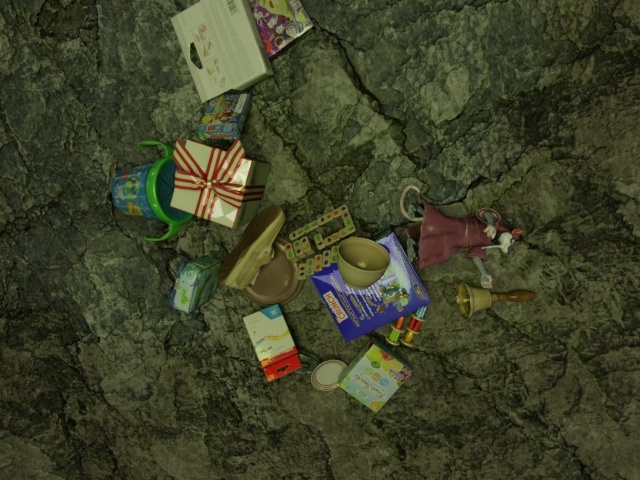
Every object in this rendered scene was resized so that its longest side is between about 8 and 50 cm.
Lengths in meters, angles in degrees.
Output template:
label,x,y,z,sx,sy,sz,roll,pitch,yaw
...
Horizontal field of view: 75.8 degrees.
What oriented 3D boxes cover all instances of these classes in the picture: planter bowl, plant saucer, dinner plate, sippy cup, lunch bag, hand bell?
label,x,y,z,sx,sy,sz,roll,pitch,yaw
planter bowl,0.121,0.081,1.258,0.162,0.162,0.109,18,125,6
plant saucer,-0.189,0.113,1.485,0.278,0.041,0.277,2,100,10
dinner plate,0.033,0.487,1.493,0.141,0.017,0.141,-6,114,-13
sippy cup,-0.583,-0.170,1.426,0.224,0.240,0.305,0,60,20
lunch bag,-0.432,0.152,1.439,0.090,0.219,0.176,19,102,7
hand bell,0.585,0.186,1.346,0.242,0.126,0.126,-4,98,-1

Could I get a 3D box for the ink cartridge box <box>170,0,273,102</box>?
label,x,y,z,sx,sy,sz,roll,pitch,yaw
ink cartridge box,-0.324,-0.641,1.352,0.261,0.066,0.296,-16,98,23

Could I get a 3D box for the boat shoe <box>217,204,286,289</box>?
label,x,y,z,sx,sy,sz,roll,pitch,yaw
boat shoe,-0.217,0.027,1.410,0.110,0.121,0.341,30,109,-34

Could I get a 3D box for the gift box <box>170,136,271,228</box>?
label,x,y,z,sx,sy,sz,roll,pitch,yaw
gift box,-0.328,-0.207,1.348,0.255,0.258,0.276,14,102,7

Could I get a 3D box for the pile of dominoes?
label,x,y,z,sx,sy,sz,roll,pitch,yaw
pile of dominoes,0.000,0.000,1.378,0.251,0.040,0.195,-28,55,13

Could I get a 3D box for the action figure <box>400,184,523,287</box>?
label,x,y,z,sx,sy,sz,roll,pitch,yaw
action figure,0.452,-0.019,1.316,0.371,0.275,0.248,-2,130,-8

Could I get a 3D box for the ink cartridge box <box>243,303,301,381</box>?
label,x,y,z,sx,sy,sz,roll,pitch,yaw
ink cartridge box,-0.167,0.357,1.438,0.134,0.078,0.231,-22,72,-13

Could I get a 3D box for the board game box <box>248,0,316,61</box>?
label,x,y,z,sx,sy,sz,roll,pitch,yaw
board game box,-0.190,-0.788,1.346,0.208,0.056,0.346,-30,93,17

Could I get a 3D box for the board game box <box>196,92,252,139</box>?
label,x,y,z,sx,sy,sz,roll,pitch,yaw
board game box,-0.315,-0.413,1.362,0.136,0.035,0.201,2,54,10

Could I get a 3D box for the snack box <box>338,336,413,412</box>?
label,x,y,z,sx,sy,sz,roll,pitch,yaw
snack box,0.191,0.474,1.452,0.175,0.070,0.207,36,103,-4

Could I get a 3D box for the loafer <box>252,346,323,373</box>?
label,x,y,z,sx,sy,sz,roll,pitch,yaw
loafer,-0.123,0.431,1.498,0.268,0.084,0.096,20,101,6

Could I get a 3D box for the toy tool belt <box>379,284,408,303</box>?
label,x,y,z,sx,sy,sz,roll,pitch,yaw
toy tool belt,0.231,0.164,1.293,0.083,0.052,0.051,-17,106,9

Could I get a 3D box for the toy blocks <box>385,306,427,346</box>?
label,x,y,z,sx,sy,sz,roll,pitch,yaw
toy blocks,0.297,0.282,1.398,0.123,0.054,0.148,13,104,-32

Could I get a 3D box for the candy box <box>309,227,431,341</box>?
label,x,y,z,sx,sy,sz,roll,pitch,yaw
candy box,0.164,0.149,1.389,0.317,0.122,0.268,-28,93,11
